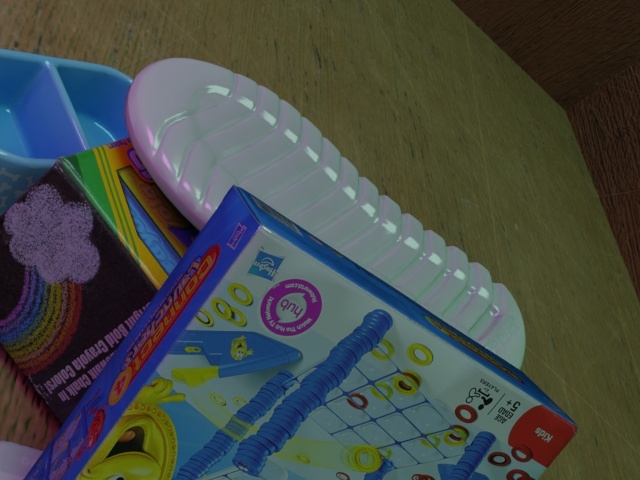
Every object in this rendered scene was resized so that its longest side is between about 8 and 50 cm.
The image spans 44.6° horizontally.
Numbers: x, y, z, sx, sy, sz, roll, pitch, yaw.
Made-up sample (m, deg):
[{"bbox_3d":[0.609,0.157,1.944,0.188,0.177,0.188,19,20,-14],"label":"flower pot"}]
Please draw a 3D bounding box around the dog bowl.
[{"bbox_3d":[-0.274,-0.114,0.803,0.297,0.074,0.166,-6,65,-54],"label":"dog bowl"}]

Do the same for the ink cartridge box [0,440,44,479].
[{"bbox_3d":[-0.127,0.358,0.573,0.308,0.091,0.385,30,22,-33],"label":"ink cartridge box"}]

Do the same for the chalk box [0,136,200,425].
[{"bbox_3d":[-0.141,0.070,0.697,0.289,0.180,0.179,54,28,-3],"label":"chalk box"}]

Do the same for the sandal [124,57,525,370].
[{"bbox_3d":[-0.006,0.009,0.679,0.416,0.102,0.169,38,43,-5],"label":"sandal"}]

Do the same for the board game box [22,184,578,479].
[{"bbox_3d":[-0.020,0.169,0.571,0.308,0.302,0.086,33,8,-25],"label":"board game box"}]
